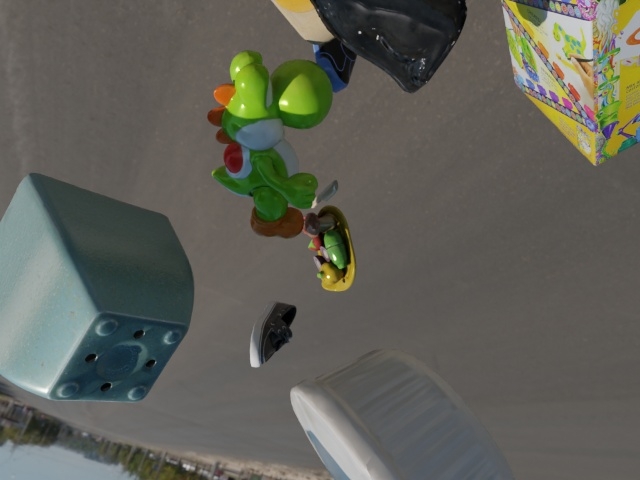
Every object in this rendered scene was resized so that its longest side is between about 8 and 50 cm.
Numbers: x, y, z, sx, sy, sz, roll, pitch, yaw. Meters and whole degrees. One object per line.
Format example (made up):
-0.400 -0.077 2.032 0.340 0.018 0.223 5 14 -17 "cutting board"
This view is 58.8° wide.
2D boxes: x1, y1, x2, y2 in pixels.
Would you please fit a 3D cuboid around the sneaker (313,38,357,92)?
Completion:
0.044 -0.377 1.002 0.091 0.232 0.081 -14 160 33 "sneaker"

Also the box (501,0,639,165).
0.356 -0.281 0.575 0.290 0.177 0.279 -29 142 6 "box"

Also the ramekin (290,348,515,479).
0.093 0.244 0.627 0.273 0.127 0.273 50 160 25 "ramekin"

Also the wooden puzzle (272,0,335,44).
-0.016 -0.428 0.694 0.348 0.080 0.322 41 141 -25 "wooden puzzle"

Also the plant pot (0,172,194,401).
-0.328 0.095 0.828 0.248 0.247 0.252 21 -163 -49 "plant pot"

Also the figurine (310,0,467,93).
0.013 -0.256 0.531 0.210 0.214 0.092 23 124 -18 "figurine"

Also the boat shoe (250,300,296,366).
-0.099 0.206 1.274 0.076 0.228 0.080 0 109 9 "boat shoe"

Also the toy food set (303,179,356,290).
0.000 0.000 1.156 0.071 0.217 0.128 -8 170 -31 "toy food set"

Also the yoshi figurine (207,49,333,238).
-0.057 -0.168 0.982 0.204 0.203 0.362 31 152 20 "yoshi figurine"
